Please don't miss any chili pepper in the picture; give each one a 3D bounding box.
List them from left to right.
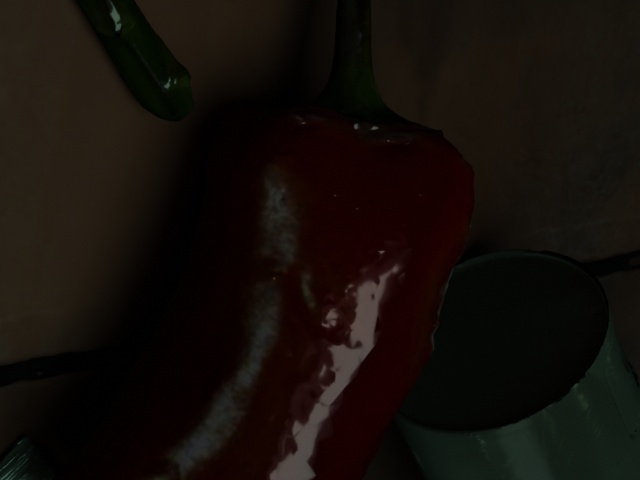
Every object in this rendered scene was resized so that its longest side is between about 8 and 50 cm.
[{"bbox_3d":[0.004,0.002,0.799,0.134,0.131,0.338,27,88,-59],"label":"chili pepper"}]

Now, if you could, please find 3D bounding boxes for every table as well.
[{"bbox_3d":[0.123,0.125,0.949,0.126,0.126,0.220,-41,130,-15],"label":"table"}]

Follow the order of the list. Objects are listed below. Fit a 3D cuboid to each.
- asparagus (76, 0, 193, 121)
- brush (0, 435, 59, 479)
[{"bbox_3d":[-0.085,-0.095,0.753,0.025,0.021,0.108,-45,131,-17],"label":"asparagus"},{"bbox_3d":[-0.189,0.184,0.814,0.205,0.011,0.083,-43,132,-13],"label":"brush"}]
